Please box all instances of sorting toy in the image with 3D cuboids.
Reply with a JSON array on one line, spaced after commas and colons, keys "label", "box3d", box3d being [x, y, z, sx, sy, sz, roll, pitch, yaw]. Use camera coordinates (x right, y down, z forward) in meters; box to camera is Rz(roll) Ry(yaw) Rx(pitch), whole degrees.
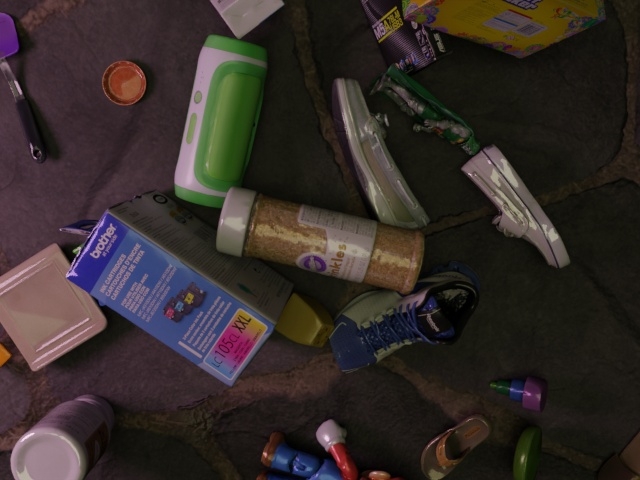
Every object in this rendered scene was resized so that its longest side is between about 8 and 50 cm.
[{"label": "sorting toy", "box3d": [0.359, 0.439, 1.420, 0.126, 0.127, 0.365, 8, 94, 30]}, {"label": "sorting toy", "box3d": [-0.535, 0.130, 1.410, 0.348, 0.047, 0.196, -31, 91, 4]}]

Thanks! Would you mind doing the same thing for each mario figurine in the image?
[{"label": "mario figurine", "box3d": [0.043, 0.483, 1.424, 0.321, 0.170, 0.198, 16, 133, 9]}]

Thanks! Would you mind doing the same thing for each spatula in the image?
[{"label": "spatula", "box3d": [-0.579, -0.288, 1.369, 0.084, 0.030, 0.296, -19, 96, 1]}]

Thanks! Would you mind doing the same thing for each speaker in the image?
[{"label": "speaker", "box3d": [-0.182, -0.215, 1.317, 0.131, 0.131, 0.296, 14, 100, -1]}]

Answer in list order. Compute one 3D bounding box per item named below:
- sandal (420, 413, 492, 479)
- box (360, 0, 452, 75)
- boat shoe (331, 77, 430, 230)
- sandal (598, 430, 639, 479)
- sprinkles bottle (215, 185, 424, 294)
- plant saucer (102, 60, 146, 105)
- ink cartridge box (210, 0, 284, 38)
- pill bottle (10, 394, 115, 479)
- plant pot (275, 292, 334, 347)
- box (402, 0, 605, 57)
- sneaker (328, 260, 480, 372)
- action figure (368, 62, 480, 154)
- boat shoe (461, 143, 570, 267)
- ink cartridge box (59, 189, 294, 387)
[{"label": "sandal", "box3d": [0.263, 0.409, 1.416, 0.072, 0.049, 0.180, 45, 111, 3]}, {"label": "box", "box3d": [0.144, -0.386, 1.268, 0.045, 0.191, 0.184, -26, 97, -15]}, {"label": "boat shoe", "box3d": [0.106, -0.155, 1.337, 0.103, 0.118, 0.320, -23, 100, -4]}, {"label": "sandal", "box3d": [0.663, 0.423, 1.423, 0.240, 0.088, 0.079, -42, 126, 12]}, {"label": "sprinkles bottle", "box3d": [0.000, 0.000, 1.274, 0.356, 0.121, 0.121, 13, 96, -2]}, {"label": "plant saucer", "box3d": [-0.372, -0.299, 1.374, 0.084, 0.013, 0.083, 0, 96, 0]}, {"label": "ink cartridge box", "box3d": [-0.144, -0.444, 1.301, 0.104, 0.180, 0.060, -36, 129, 5]}, {"label": "pill bottle", "box3d": [-0.465, 0.371, 1.342, 0.131, 0.229, 0.131, 0, 96, 1]}, {"label": "plant pot", "box3d": [-0.023, 0.159, 1.369, 0.083, 0.081, 0.081, 36, 97, 34]}, {"label": "box", "box3d": [0.286, -0.484, 1.165, 0.290, 0.177, 0.279, 4, 77, -36]}, {"label": "sneaker", "box3d": [0.160, 0.141, 1.331, 0.316, 0.182, 0.127, -27, 94, 4]}, {"label": "action figure", "box3d": [0.201, -0.229, 1.329, 0.232, 0.137, 0.063, 30, 85, -12]}, {"label": "boat shoe", "box3d": [0.363, -0.050, 1.352, 0.088, 0.096, 0.267, -35, 94, 9]}, {"label": "ink cartridge box", "box3d": [-0.258, 0.053, 1.281, 0.395, 0.270, 0.151, 36, 101, -3]}]
